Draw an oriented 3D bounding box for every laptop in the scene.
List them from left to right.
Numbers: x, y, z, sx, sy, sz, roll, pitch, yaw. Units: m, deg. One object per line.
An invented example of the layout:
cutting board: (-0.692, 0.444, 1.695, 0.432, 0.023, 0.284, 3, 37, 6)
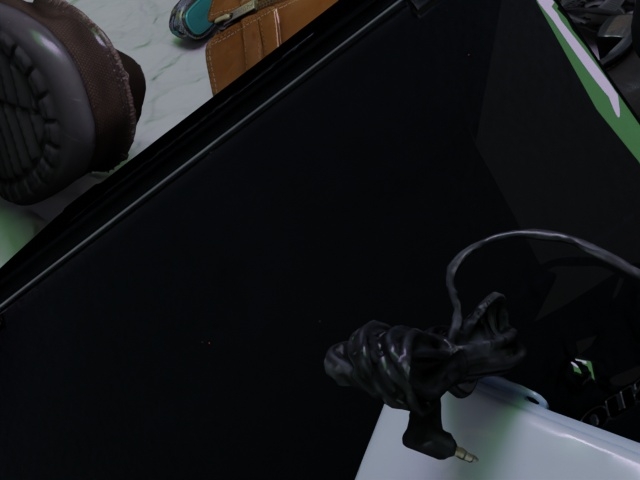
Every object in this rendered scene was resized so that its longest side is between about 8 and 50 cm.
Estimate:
laptop: (0.006, 0.028, 0.839, 0.382, 0.236, 0.408, -35, 9, 15)

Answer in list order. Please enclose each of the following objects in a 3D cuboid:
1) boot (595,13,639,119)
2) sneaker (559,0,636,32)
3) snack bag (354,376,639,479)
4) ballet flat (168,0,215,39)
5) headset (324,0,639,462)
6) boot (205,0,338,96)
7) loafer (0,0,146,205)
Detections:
boot: (0.276, -0.078, 0.957, 0.229, 0.091, 0.263, 2, 39, 21)
sneaker: (0.203, -0.183, 1.105, 0.281, 0.115, 0.105, -18, 3, 25)
snack bag: (0.093, 0.230, 0.555, 0.323, 0.037, 0.342, 18, 78, 36)
ballet flat: (-0.085, -0.199, 1.276, 0.041, 0.041, 0.114, 17, 47, 35)
headset: (0.187, -0.046, 0.539, 0.394, 0.243, 0.185, -33, -15, 28)
boot: (0.009, -0.116, 1.064, 0.220, 0.109, 0.283, -21, 57, 31)
loafer: (-0.180, -0.112, 1.050, 0.130, 0.134, 0.366, -18, 14, -18)
